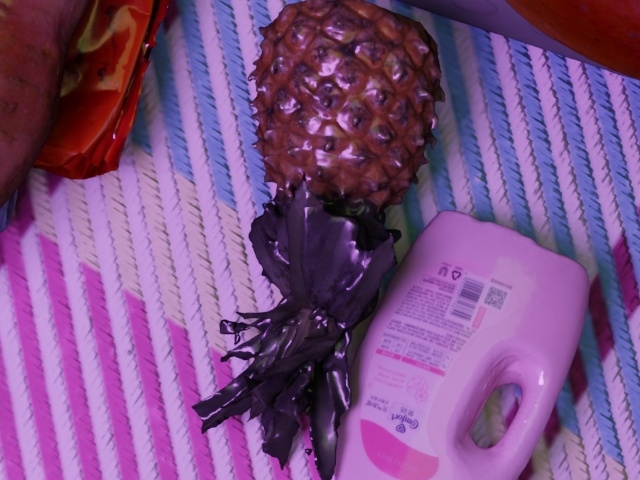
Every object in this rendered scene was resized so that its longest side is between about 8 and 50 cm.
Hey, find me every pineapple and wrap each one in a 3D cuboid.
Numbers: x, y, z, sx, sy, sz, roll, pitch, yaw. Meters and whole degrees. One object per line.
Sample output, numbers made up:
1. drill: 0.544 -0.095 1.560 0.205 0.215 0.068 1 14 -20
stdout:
1. pineapple: 0.003 0.000 1.372 0.165 0.165 0.364 10 79 -2

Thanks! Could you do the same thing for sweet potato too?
1. sweet potato: -0.263 -0.073 1.275 0.131 0.131 0.336 21 89 0

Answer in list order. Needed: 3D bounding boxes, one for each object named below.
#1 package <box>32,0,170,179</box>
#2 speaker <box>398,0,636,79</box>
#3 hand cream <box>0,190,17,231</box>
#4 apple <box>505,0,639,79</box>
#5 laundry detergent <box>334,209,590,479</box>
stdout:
1. package: -0.329 -0.187 1.399 0.424 0.123 0.196 14 81 -2
2. speaker: 0.153 -0.277 1.417 0.406 0.184 0.183 18 81 -1
3. hand cream: -0.330 -0.041 1.411 0.175 0.046 0.095 7 49 0
4. apple: 0.247 -0.300 1.275 0.365 0.295 0.329 19 42 -2
5. laundry detergent: 0.087 0.150 1.386 0.159 0.088 0.335 22 79 13
